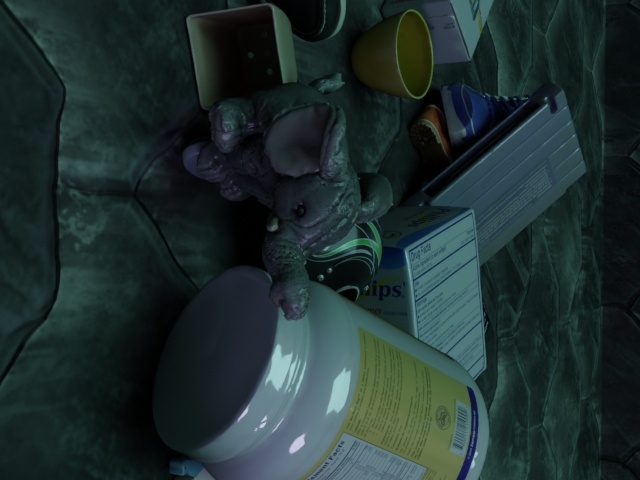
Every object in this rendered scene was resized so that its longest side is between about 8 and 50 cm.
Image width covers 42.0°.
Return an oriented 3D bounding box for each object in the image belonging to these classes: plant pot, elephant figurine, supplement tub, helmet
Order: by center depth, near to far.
[{"bbox_3d":[-0.008,-0.057,0.859,0.169,0.239,0.186,-1,119,-39],"label":"elephant figurine"},{"bbox_3d":[0.004,0.187,0.944,0.331,0.241,0.241,31,63,-34],"label":"supplement tub"},{"bbox_3d":[-0.081,-0.220,0.989,0.096,0.109,0.109,-41,125,-65],"label":"plant pot"},{"bbox_3d":[0.000,0.000,1.053,0.161,0.169,0.170,-4,94,-37],"label":"helmet"},{"bbox_3d":[0.105,-0.283,1.293,0.134,0.095,0.134,1,89,-58],"label":"plant pot"}]

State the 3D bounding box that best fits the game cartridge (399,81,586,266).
[{"bbox_3d":[0.322,-0.094,1.517,0.355,0.068,0.230,-40,138,-6],"label":"game cartridge"}]

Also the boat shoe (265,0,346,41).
[{"bbox_3d":[-0.075,-0.379,0.968,0.113,0.127,0.340,-49,129,-45],"label":"boat shoe"}]

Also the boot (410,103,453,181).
[{"bbox_3d":[0.216,-0.170,1.517,0.158,0.059,0.085,65,35,-34],"label":"boot"}]

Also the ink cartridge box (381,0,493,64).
[{"bbox_3d":[0.203,-0.403,1.420,0.127,0.128,0.176,59,44,-41],"label":"ink cartridge box"}]

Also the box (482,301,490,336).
[{"bbox_3d":[0.256,0.181,1.589,0.220,0.051,0.175,-62,139,-37],"label":"box"}]

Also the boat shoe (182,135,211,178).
[{"bbox_3d":[-0.099,-0.120,1.003,0.183,0.065,0.083,2,66,-50],"label":"boat shoe"}]

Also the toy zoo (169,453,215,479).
[{"bbox_3d":[-0.114,0.358,1.005,0.192,0.030,0.293,-58,136,-40],"label":"toy zoo"}]

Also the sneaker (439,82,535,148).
[{"bbox_3d":[0.348,-0.238,1.582,0.315,0.182,0.128,16,61,-63],"label":"sneaker"}]

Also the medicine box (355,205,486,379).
[{"bbox_3d":[0.138,0.113,1.302,0.263,0.149,0.289,-26,112,-56],"label":"medicine box"}]
